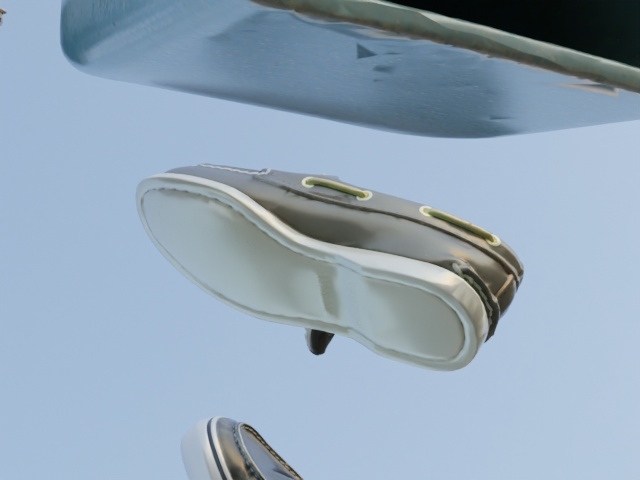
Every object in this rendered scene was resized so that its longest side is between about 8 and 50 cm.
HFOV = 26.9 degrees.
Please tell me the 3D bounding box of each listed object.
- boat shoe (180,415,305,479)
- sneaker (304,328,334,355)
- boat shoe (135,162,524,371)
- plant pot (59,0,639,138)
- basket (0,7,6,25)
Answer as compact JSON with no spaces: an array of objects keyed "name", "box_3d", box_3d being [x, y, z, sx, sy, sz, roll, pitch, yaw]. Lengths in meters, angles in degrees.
[{"name":"boat shoe","box_3d":[0.011,0.270,1.165,0.119,0.335,0.121,-45,-20,14]},{"name":"sneaker","box_3d":[0.014,0.055,1.079,0.031,0.035,0.083,13,-84,-66]},{"name":"boat shoe","box_3d":[0.000,0.004,0.982,0.091,0.305,0.109,-44,-39,-39]},{"name":"plant pot","box_3d":[0.002,-0.170,0.614,0.247,0.252,0.248,7,-102,-33]},{"name":"basket","box_3d":[-0.412,-0.109,0.940,0.299,0.213,0.223,12,-87,-58]}]
